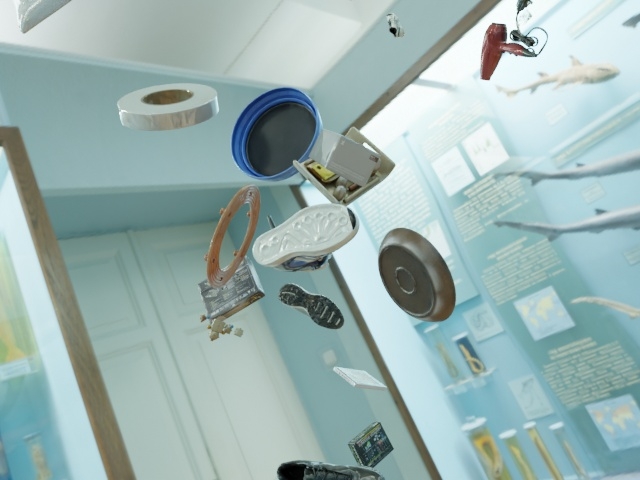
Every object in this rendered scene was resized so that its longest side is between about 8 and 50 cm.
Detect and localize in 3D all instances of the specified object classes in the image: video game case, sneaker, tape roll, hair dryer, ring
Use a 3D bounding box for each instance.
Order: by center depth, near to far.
[{"bbox_3d":[0.020,0.602,1.217,0.287,0.109,0.130,-8,-34,22],"label":"sneaker"},{"bbox_3d":[0.000,0.001,1.343,0.323,0.130,0.236,-21,-16,26],"label":"sneaker"},{"bbox_3d":[0.212,-0.629,1.435,0.037,0.083,0.032,-24,-13,-27],"label":"sneaker"},{"bbox_3d":[-0.268,-0.015,1.499,0.336,0.032,0.336,21,-90,-81],"label":"ring"},{"bbox_3d":[0.614,-0.647,1.637,0.080,0.223,0.293,1,-23,-15],"label":"hair dryer"},{"bbox_3d":[-0.023,0.241,1.796,0.100,0.272,0.108,-60,-28,-8],"label":"sneaker"},{"bbox_3d":[-0.604,-0.540,1.963,0.392,0.392,0.071,-19,-53,-24],"label":"tape roll"},{"bbox_3d":[0.189,0.660,2.351,0.201,0.023,0.183,17,2,-33],"label":"video game case"}]

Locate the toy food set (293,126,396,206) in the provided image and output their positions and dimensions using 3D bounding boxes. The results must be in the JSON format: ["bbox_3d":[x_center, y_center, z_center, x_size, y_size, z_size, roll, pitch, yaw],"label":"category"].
[{"bbox_3d":[0.084,-0.254,1.659,0.306,0.220,0.092,-35,-17,-34],"label":"toy food set"}]

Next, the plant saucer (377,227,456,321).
[{"bbox_3d":[0.267,0.113,1.460,0.050,0.310,0.310,-24,-14,-27],"label":"plant saucer"}]

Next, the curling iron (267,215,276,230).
[{"bbox_3d":[-0.184,0.005,2.302,0.068,0.274,0.035,-21,-13,-49],"label":"curling iron"}]

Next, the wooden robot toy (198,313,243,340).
[{"bbox_3d":[-0.369,0.326,1.764,0.173,0.079,0.076,25,-16,-15],"label":"wooden robot toy"}]

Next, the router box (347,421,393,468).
[{"bbox_3d":[0.150,0.612,1.461,0.123,0.092,0.038,-22,-7,-39],"label":"router box"}]

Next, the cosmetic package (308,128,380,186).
[{"bbox_3d":[0.060,-0.233,1.353,0.107,0.127,0.238,-62,16,12],"label":"cosmetic package"}]

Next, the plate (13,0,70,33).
[{"bbox_3d":[-0.615,-0.628,1.150,0.278,0.277,0.045,-36,-38,0],"label":"plate"}]

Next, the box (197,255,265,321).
[{"bbox_3d":[-0.350,0.192,1.912,0.231,0.183,0.056,-31,-35,4],"label":"box"}]

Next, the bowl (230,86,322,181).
[{"bbox_3d":[-0.172,-0.412,1.933,0.391,0.391,0.077,-30,-26,15],"label":"bowl"}]
